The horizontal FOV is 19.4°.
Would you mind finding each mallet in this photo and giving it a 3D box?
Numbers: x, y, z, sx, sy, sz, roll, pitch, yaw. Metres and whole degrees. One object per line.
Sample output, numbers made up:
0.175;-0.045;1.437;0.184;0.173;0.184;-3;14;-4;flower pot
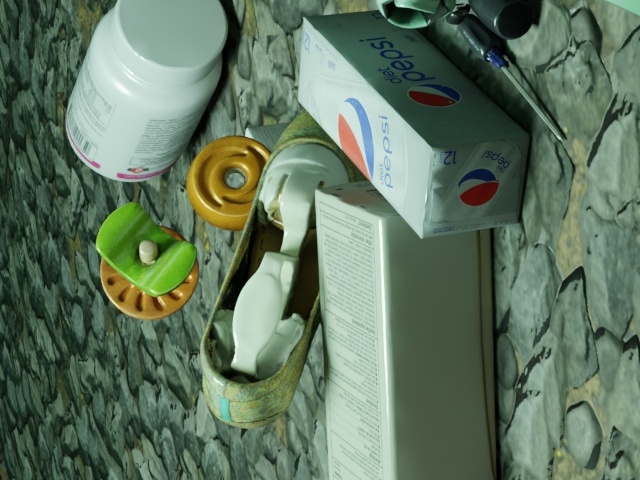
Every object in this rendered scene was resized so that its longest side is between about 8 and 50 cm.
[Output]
0.155;-0.260;1.510;0.062;0.039;0.190;-134;46;-60;mallet

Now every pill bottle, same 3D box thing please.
-0.210;-0.199;2.282;0.283;0.160;0.160;127;131;-61;pill bottle

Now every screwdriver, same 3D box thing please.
0.162;-0.138;1.558;0.025;0.024;0.170;-56;45;19;screwdriver

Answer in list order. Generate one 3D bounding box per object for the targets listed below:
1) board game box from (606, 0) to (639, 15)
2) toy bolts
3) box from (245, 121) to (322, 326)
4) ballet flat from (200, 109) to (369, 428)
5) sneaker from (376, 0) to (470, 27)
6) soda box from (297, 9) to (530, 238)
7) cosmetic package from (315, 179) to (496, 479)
0.223;-0.273;1.310;0.317;0.046;0.214;-138;45;-59;board game box
-0.091;0.030;1.938;0.228;0.218;0.158;40;165;10;toy bolts
0.000;0.000;1.951;0.324;0.067;0.063;-119;29;-41;box
-0.030;0.010;1.799;0.123;0.123;0.349;-28;41;68;ballet flat
0.101;-0.270;1.515;0.256;0.094;0.151;110;164;-67;sneaker
0.076;-0.111;1.673;0.286;0.098;0.091;-129;37;-52;soda box
0.079;0.107;1.725;0.160;0.113;0.309;-151;55;-64;cosmetic package
